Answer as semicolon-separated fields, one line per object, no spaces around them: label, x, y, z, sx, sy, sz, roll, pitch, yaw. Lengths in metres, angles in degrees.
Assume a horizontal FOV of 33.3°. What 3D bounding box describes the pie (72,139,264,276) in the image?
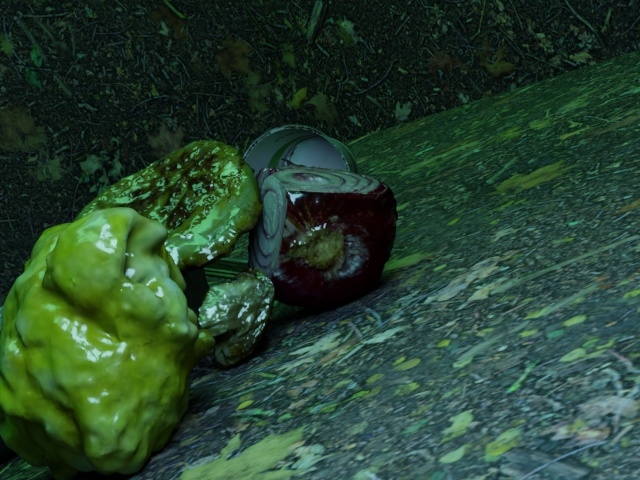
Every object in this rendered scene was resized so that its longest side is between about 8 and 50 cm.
pie;-0.230;-0.042;1.607;0.288;0.103;0.354;-35;29;-17

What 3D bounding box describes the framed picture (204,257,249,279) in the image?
framed picture;-0.165;0.048;1.953;0.216;0.016;0.273;8;4;-11

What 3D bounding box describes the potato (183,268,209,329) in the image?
potato;-0.296;0.109;1.661;0.189;0.211;0.264;-11;13;17

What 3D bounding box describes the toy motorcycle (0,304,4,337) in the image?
toy motorcycle;-0.428;0.142;1.574;0.239;0.108;0.204;-31;31;13

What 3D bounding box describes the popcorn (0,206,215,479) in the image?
popcorn;-0.279;0.111;1.300;0.293;0.292;0.334;-30;16;-25

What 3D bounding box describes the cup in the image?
cup;-0.032;-0.139;2.397;0.253;0.253;0.274;-21;3;14

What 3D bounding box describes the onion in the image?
onion;0.005;0.001;1.585;0.207;0.206;0.216;4;17;-12

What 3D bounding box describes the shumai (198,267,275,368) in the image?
shumai;-0.125;0.096;1.501;0.139;0.105;0.123;-48;24;-15

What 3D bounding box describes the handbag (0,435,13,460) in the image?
handbag;-0.503;0.269;1.614;0.253;0.093;0.308;-21;9;1
